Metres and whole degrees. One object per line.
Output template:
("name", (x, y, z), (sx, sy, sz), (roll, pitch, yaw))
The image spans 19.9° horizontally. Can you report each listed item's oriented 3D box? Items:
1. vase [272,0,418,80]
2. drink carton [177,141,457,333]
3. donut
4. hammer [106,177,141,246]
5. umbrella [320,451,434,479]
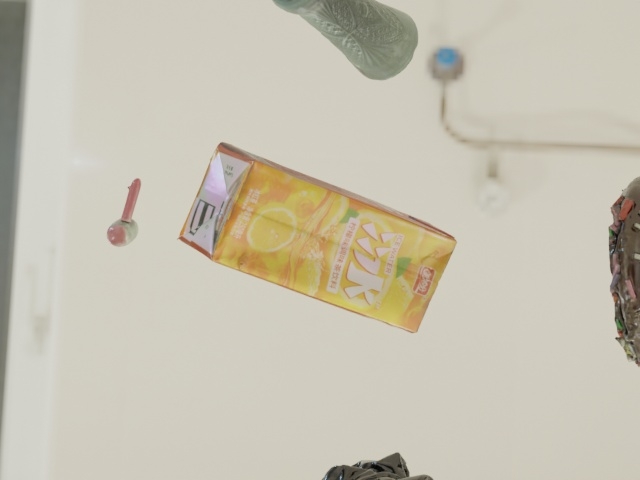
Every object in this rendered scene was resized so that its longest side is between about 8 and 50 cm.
("vase", (0.025, -0.279, 2.242), (0.096, 0.096, 0.219), (0, 164, 35))
("drink carton", (0.000, 0.000, 1.570), (0.223, 0.096, 0.071), (20, -174, -32))
("donut", (0.450, 0.039, 2.397), (0.103, 0.269, 0.270), (-5, 173, 23))
("hammer", (-0.225, -0.034, 2.138), (0.031, 0.083, 0.052), (19, -166, 3))
("umbrella", (0.001, 0.283, 1.894), (0.272, 0.110, 0.122), (-20, 171, 31))
